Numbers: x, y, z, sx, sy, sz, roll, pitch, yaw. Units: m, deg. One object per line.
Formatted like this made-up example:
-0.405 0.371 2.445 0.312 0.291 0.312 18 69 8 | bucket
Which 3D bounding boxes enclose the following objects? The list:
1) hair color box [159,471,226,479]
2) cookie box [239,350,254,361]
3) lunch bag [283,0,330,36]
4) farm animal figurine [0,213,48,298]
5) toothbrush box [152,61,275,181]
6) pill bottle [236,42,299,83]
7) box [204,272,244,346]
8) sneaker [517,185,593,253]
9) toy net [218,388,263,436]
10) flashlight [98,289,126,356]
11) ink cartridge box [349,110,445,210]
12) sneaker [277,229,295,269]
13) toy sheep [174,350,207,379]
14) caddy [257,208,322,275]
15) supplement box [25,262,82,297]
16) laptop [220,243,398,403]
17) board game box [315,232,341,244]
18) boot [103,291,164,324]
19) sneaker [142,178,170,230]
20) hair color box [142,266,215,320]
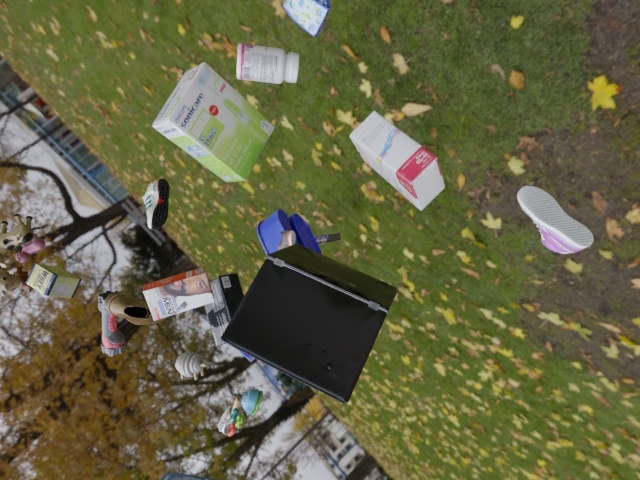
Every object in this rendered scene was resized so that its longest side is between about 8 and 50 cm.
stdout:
-0.369 0.838 1.440 0.347 0.105 0.174 -13 105 34 | hair color box
-0.245 0.342 1.576 0.107 0.092 0.040 32 160 32 | cookie box
-0.036 -0.780 1.542 0.151 0.096 0.129 55 151 6 | lunch bag
-1.072 0.085 1.513 0.172 0.326 0.330 57 137 37 | farm animal figurine
-0.303 -0.333 1.355 0.122 0.206 0.283 4 153 49 | toothbrush box
-0.249 -0.827 2.186 0.282 0.161 0.160 3 180 -10 | pill bottle
-0.393 0.290 1.941 0.184 0.103 0.261 -29 76 43 | box
0.761 -0.056 1.584 0.282 0.102 0.161 46 167 9 | sneaker
-0.229 0.491 1.272 0.045 0.122 0.232 26 134 -14 | toy net
-0.899 0.360 2.020 0.103 0.103 0.304 24 118 16 | flashlight
0.269 -0.275 1.606 0.306 0.131 0.226 48 -177 28 | ink cartridge box
-0.130 0.036 1.761 0.064 0.158 0.061 6 -169 18 | sneaker
-0.423 0.407 1.519 0.132 0.091 0.091 -6 142 23 | toy sheep
-0.151 0.025 2.085 0.241 0.179 0.341 12 -136 -52 | caddy
-0.679 0.103 1.184 0.083 0.056 0.083 22 176 22 | supplement box
-0.008 0.210 1.379 0.381 0.237 0.408 24 -167 11 | laptop
0.000 0.000 2.452 0.243 0.164 0.042 -11 -91 -74 | board game box
-0.679 0.280 1.785 0.115 0.112 0.305 17 170 24 | boot
-0.510 -0.108 1.422 0.075 0.162 0.057 -2 168 33 | sneaker
-0.381 0.143 1.255 0.053 0.167 0.093 -138 32 -67 | hair color box
